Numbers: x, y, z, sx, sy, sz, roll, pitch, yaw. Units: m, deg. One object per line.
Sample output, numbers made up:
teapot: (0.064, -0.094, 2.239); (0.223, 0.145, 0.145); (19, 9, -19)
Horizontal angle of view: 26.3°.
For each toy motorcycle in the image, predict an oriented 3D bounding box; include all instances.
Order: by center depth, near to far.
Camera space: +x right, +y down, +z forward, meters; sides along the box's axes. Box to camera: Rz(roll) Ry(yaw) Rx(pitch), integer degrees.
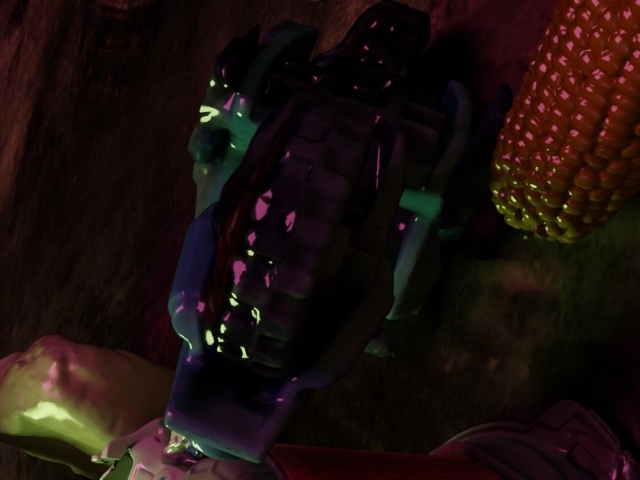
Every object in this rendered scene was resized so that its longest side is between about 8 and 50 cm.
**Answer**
toy motorcycle: (0.000, 0.000, 0.776); (0.416, 0.172, 0.232); (-69, 0, -70)
toy motorcycle: (-0.114, 0.225, 1.027); (0.150, 0.102, 0.221); (-15, 64, 48)

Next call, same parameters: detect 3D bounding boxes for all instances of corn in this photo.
corn: (0.160, -0.107, 0.639); (0.091, 0.091, 0.260); (55, 132, 35)

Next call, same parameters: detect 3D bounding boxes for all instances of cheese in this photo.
cheese: (-0.208, 0.144, 1.185); (0.263, 0.159, 0.093); (-20, 53, 60)

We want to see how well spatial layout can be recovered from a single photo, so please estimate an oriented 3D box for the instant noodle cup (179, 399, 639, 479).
instant noodle cup: (0.010, 0.203, 0.681); (0.258, 0.182, 0.302); (35, 109, 64)
